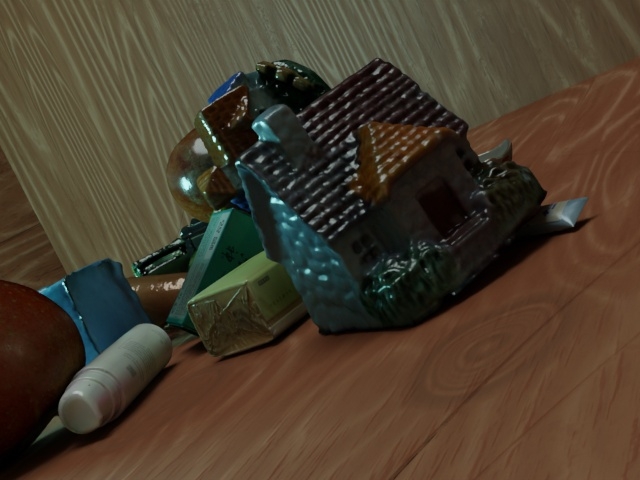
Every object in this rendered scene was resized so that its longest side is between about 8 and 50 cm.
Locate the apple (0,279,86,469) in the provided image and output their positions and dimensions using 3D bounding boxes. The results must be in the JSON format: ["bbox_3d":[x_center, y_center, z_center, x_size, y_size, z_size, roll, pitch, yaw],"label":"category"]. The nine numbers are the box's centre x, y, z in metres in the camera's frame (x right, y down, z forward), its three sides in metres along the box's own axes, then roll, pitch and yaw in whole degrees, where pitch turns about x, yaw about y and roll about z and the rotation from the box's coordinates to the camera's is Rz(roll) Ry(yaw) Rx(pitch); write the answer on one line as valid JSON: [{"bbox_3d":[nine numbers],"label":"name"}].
[{"bbox_3d":[-0.575,0.227,1.609,0.348,0.277,0.348,-51,-2,-3],"label":"apple"}]

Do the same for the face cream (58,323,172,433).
[{"bbox_3d":[-0.350,0.236,1.644,0.102,0.102,0.345,-24,6,14],"label":"face cream"}]

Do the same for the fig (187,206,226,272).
[{"bbox_3d":[-0.220,0.032,2.127,0.203,0.235,0.203,-21,9,4],"label":"fig"}]

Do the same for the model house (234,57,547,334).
[{"bbox_3d":[0.089,-0.101,1.412,0.360,0.339,0.297,-39,11,-26],"label":"model house"}]

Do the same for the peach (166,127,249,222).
[{"bbox_3d":[-0.226,-0.158,2.236,0.252,0.252,0.252,-25,7,3],"label":"peach"}]

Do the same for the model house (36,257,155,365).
[{"bbox_3d":[-0.513,0.206,1.903,0.303,0.237,0.215,-26,5,14],"label":"model house"}]

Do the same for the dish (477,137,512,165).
[{"bbox_3d":[0.335,-0.140,2.057,0.151,0.077,0.212,-20,9,27],"label":"dish"}]

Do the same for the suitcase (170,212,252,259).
[{"bbox_3d":[-0.154,-0.020,2.410,0.433,0.194,0.283,-24,11,16],"label":"suitcase"}]

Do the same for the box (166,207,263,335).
[{"bbox_3d":[-0.197,0.067,1.854,0.245,0.092,0.153,-68,19,-10],"label":"box"}]

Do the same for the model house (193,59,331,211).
[{"bbox_3d":[-0.129,-0.206,1.966,0.251,0.295,0.329,-30,-1,36],"label":"model house"}]

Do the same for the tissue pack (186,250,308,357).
[{"bbox_3d":[-0.094,0.092,1.676,0.159,0.125,0.234,-20,8,38],"label":"tissue pack"}]

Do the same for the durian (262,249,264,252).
[{"bbox_3d":[0.006,0.014,1.919,0.260,0.154,0.186,-25,28,-18],"label":"durian"}]

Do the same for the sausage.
[{"bbox_3d":[-0.338,0.132,2.029,0.304,0.121,0.121,-6,15,22],"label":"sausage"}]

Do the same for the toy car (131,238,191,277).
[{"bbox_3d":[-0.356,0.114,2.231,0.141,0.097,0.321,-28,-22,-20],"label":"toy car"}]

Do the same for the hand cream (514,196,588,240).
[{"bbox_3d":[0.319,-0.028,1.435,0.170,0.043,0.065,-16,32,51],"label":"hand cream"}]
